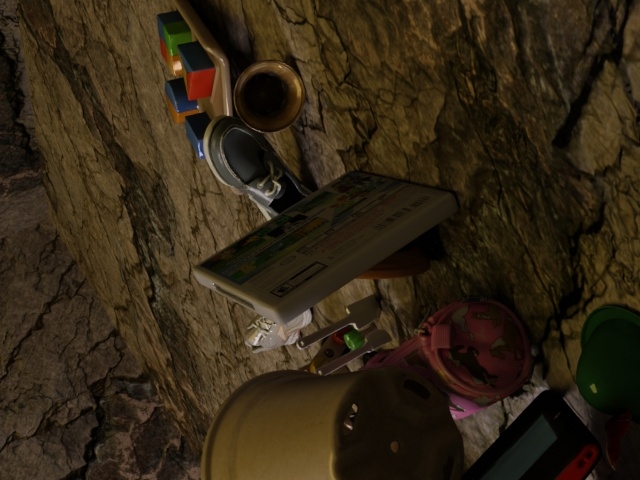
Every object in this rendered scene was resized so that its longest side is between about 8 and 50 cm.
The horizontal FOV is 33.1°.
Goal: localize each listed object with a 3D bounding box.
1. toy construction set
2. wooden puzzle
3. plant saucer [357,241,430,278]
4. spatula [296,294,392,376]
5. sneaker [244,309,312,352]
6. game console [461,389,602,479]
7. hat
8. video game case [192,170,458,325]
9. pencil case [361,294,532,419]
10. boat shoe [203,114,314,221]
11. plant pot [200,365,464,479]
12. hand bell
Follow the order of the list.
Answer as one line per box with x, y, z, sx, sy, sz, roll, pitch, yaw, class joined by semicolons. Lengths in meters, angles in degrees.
-0.007;0.322;2.119;0.309;0.237;0.257;-7;108;67;toy construction set
-0.248;-0.297;2.121;0.322;0.080;0.347;-124;20;-46;wooden puzzle
0.074;0.023;1.698;0.200;0.200;0.037;18;110;60;plant saucer
0.061;0.202;1.872;0.019;0.242;0.168;-23;90;39;spatula
-0.099;0.179;2.317;0.099;0.121;0.262;55;156;20;sneaker
0.214;0.349;1.400;0.060;0.342;0.386;38;-176;3;game console
0.329;0.193;1.323;0.173;0.184;0.208;55;155;17;hat
0.000;0.000;1.645;0.300;0.329;0.036;20;138;59;video game case
0.183;0.207;1.692;0.167;0.160;0.386;60;158;10;pencil case
-0.089;-0.113;1.911;0.099;0.116;0.319;18;160;38;boat shoe
0.038;0.325;1.586;0.305;0.334;0.333;-31;85;55;plant pot
-0.119;-0.270;1.949;0.242;0.126;0.126;-144;33;-70;hand bell
